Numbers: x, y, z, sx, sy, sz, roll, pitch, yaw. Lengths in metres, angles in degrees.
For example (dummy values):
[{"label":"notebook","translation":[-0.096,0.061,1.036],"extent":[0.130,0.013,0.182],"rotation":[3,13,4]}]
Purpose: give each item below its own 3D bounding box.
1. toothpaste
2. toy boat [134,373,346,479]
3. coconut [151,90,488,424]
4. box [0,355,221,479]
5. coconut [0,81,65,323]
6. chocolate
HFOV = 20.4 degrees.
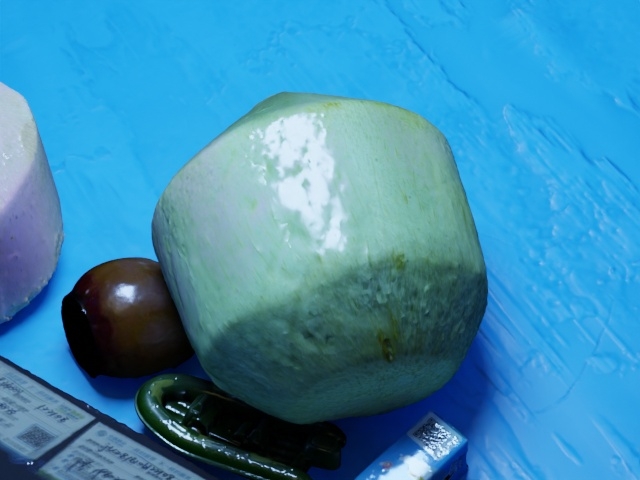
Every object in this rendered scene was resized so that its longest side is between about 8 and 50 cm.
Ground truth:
[{"label":"toothpaste","translation":[0.027,0.262,1.592],"extent":[0.266,0.065,0.050],"rotation":[-40,63,-22]},{"label":"toy boat","translation":[-0.078,0.178,1.663],"extent":[0.210,0.052,0.104],"rotation":[19,38,18]},{"label":"coconut","translation":[0.000,0.000,1.650],"extent":[0.328,0.281,0.328],"rotation":[1,64,-2]},{"label":"box","translation":[-0.255,0.225,1.606],"extent":[0.350,0.058,0.211],"rotation":[26,36,23]},{"label":"coconut","translation":[-0.377,-0.048,1.741],"extent":[0.233,0.245,0.233],"rotation":[-4,52,5]},{"label":"chocolate","translation":[-0.175,0.073,1.736],"extent":[0.133,0.127,0.124],"rotation":[-26,86,-28]}]
